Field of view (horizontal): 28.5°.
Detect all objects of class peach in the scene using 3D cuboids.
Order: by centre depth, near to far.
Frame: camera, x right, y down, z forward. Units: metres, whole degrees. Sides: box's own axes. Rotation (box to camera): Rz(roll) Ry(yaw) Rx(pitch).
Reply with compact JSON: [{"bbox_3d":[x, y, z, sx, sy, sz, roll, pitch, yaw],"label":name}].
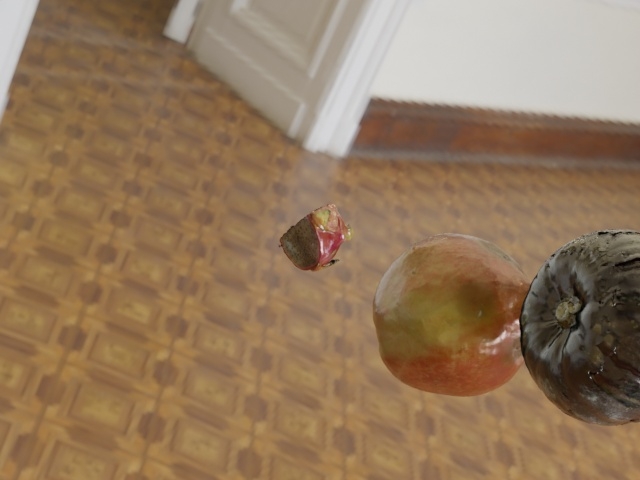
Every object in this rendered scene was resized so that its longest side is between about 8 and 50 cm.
[{"bbox_3d":[0.201,0.100,1.744,0.232,0.257,0.232,29,54,-48],"label":"peach"}]

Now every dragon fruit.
[{"bbox_3d":[0.000,0.000,1.367,0.056,0.083,0.060,-22,78,-39],"label":"dragon fruit"}]

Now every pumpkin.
[{"bbox_3d":[0.341,0.099,1.477,0.163,0.233,0.233,19,23,-28],"label":"pumpkin"}]
